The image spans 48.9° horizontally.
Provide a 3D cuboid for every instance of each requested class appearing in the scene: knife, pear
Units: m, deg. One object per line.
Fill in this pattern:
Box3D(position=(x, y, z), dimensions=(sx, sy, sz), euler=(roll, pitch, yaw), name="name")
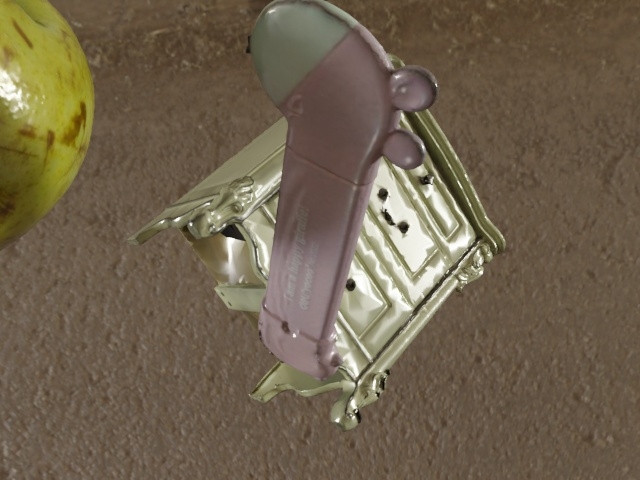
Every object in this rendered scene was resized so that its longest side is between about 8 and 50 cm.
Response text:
Box3D(position=(-0.004, -0.005, 0.551), dimensions=(0.132, 0.399, 0.038), euler=(31, 53, 15), name="knife")
Box3D(position=(-0.324, -0.105, 0.560), dimensions=(0.283, 0.284, 0.284), euler=(-4, 52, 5), name="pear")

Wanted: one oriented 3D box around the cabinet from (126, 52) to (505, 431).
Box3D(position=(0.000, 0.000, 0.837), dimensions=(0.318, 0.290, 0.227), euler=(-44, 21, -29), name="cabinet")
